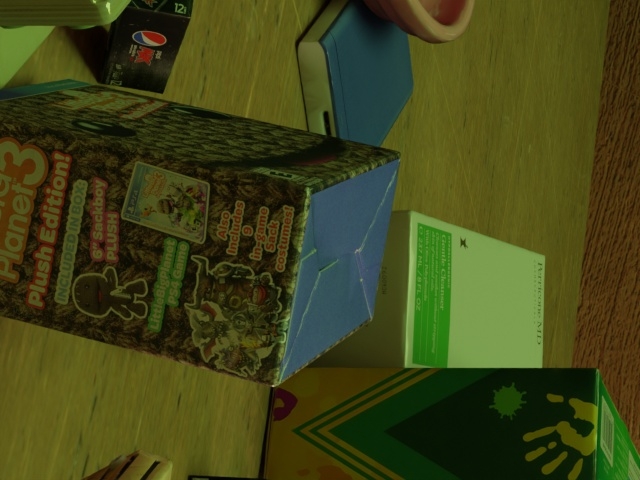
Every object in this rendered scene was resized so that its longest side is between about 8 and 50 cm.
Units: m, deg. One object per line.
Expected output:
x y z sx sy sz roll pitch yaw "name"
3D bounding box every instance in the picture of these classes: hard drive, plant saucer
0.048 -0.210 2.307 0.319 0.040 0.210 -59 146 -56 "hard drive"
0.094 -0.399 2.287 0.332 0.084 0.332 40 45 -55 "plant saucer"

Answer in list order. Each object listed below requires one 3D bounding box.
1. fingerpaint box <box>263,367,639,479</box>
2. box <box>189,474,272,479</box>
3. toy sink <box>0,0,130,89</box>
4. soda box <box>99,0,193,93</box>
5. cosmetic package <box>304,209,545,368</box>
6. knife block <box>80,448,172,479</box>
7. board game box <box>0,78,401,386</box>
0.176 0.291 2.203 0.445 0.371 0.163 54 38 -63 "fingerpaint box"
-0.082 0.248 1.869 0.067 0.083 0.018 37 55 -69 "box"
-0.199 -0.240 1.396 0.153 0.131 0.234 -62 149 -53 "toy sink"
-0.145 -0.181 1.569 0.169 0.060 0.053 127 -30 -69 "soda box"
0.130 0.086 2.280 0.365 0.155 0.197 13 76 -56 "cosmetic package"
-0.171 0.312 1.370 0.242 0.275 0.088 56 27 -10 "knife block"
-0.117 -0.016 1.378 0.232 0.291 0.141 -27 129 -70 "board game box"
